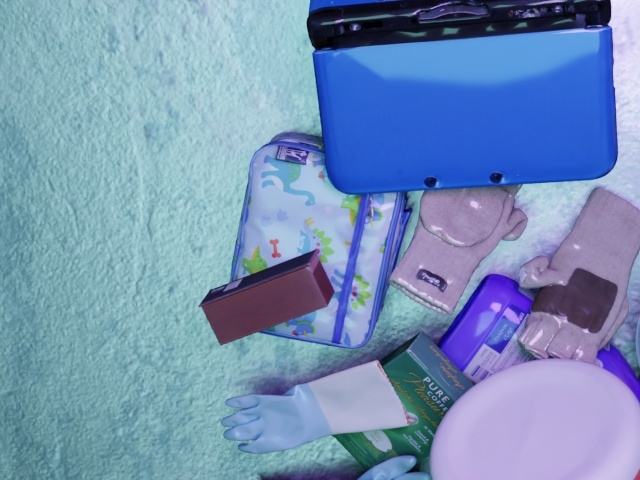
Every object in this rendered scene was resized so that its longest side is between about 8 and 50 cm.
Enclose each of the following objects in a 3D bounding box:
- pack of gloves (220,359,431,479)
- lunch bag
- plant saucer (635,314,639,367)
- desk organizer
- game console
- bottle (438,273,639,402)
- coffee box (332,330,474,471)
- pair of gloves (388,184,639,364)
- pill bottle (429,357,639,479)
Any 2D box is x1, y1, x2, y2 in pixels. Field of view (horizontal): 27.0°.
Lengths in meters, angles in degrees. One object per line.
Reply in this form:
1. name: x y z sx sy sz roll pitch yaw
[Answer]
1. pack of gloves: 0.001 0.244 1.449 0.232 0.046 0.195 -17 111 31
2. lunch bag: 0.000 0.000 1.431 0.176 0.090 0.219 14 105 5
3. plant saucer: 0.415 0.088 1.377 0.194 0.037 0.195 -2 107 -6
4. desk organizer: -0.055 0.060 1.384 0.130 0.047 0.050 -21 104 17
5. game console: 0.145 -0.201 1.346 0.293 0.250 0.173 -3 141 11
6. bottle: 0.266 0.153 1.406 0.283 0.092 0.118 33 110 3
7. coffee box: 0.087 0.184 1.434 0.113 0.040 0.184 46 135 -1
8. pair of gloves: 0.208 0.015 1.368 0.240 0.042 0.204 23 65 1
9. pill bottle: 0.260 0.310 1.325 0.210 0.210 0.363 -18 124 14
